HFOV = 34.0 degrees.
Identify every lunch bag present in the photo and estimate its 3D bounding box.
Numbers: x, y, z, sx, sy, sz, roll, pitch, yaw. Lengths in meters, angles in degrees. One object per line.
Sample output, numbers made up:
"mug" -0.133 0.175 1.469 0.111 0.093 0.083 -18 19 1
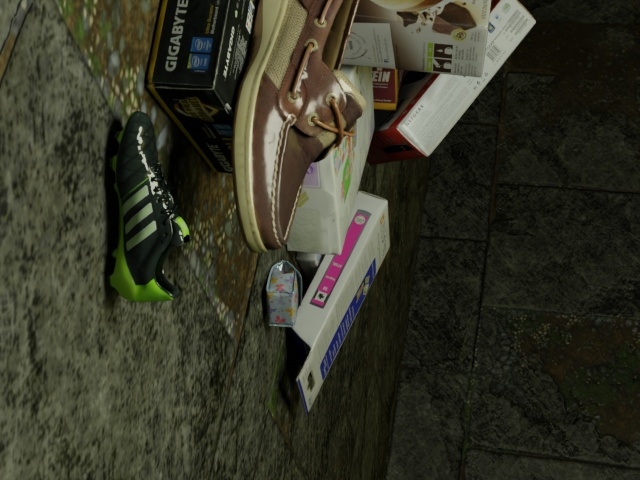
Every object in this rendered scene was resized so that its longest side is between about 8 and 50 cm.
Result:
"lunch bag" -0.055 0.080 1.599 0.083 0.053 0.071 -84 175 -56

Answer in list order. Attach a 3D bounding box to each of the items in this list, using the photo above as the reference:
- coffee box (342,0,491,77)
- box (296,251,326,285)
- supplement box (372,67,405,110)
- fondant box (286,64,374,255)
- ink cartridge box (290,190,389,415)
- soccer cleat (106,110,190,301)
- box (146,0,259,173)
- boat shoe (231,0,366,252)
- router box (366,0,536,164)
"coffee box" 0.107 -0.358 1.579 0.119 0.297 0.168 83 16 -60
"box" 0.000 0.000 1.872 0.186 0.038 0.145 66 32 -66
"supplement box" 0.088 -0.374 1.905 0.191 0.129 0.194 84 16 -46
"fondant box" 0.014 -0.175 1.715 0.238 0.096 0.330 84 15 -45
"ink cartridge box" 0.024 0.109 1.838 0.176 0.069 0.371 81 31 -61
"soccer cleat" -0.157 -0.030 0.973 0.060 0.072 0.179 -38 133 -75
"box" -0.094 -0.265 1.173 0.257 0.079 0.322 62 35 -73
"boat shoe" -0.013 -0.151 1.122 0.123 0.123 0.342 64 33 -68
"router box" 0.217 -0.299 1.997 0.335 0.082 0.301 -51 -166 -11
